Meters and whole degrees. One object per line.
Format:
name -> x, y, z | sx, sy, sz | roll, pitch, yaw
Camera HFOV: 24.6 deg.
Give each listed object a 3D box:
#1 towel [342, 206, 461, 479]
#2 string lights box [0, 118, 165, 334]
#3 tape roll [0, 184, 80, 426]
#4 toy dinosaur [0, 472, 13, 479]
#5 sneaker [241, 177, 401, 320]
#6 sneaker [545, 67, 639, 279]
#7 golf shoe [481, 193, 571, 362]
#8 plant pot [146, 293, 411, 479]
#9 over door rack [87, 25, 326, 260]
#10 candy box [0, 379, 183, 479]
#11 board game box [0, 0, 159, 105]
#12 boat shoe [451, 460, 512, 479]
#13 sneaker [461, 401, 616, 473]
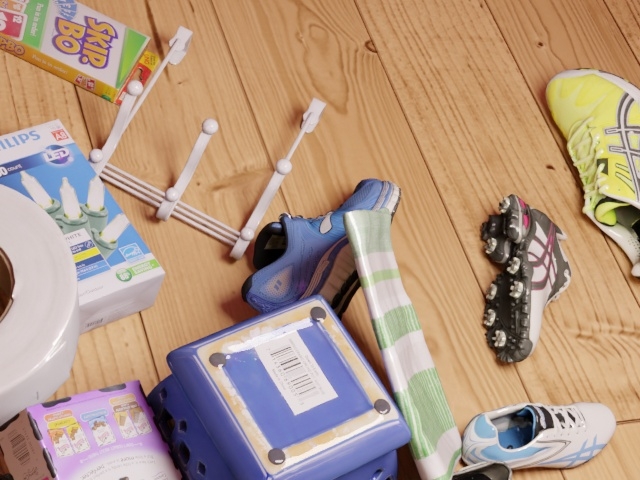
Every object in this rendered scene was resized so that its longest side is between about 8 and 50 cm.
towel -> 0.099, 0.120, 1.701 | 0.038, 0.248, 0.325 | -16, 89, 10
string lights box -> -0.317, -0.016, 1.783 | 0.133, 0.077, 0.260 | -22, 64, -35
tape roll -> -0.404, 0.074, 1.602 | 0.286, 0.100, 0.286 | 3, 59, -5
toy dinosaur -> -0.292, 0.258, 1.580 | 0.118, 0.064, 0.268 | 33, 44, -17
sneaker -> 0.000, 0.000, 1.878 | 0.147, 0.130, 0.330 | 26, 35, 10
sneaker -> 0.444, -0.105, 2.169 | 0.147, 0.145, 0.385 | -14, 58, -34
golf shoe -> 0.291, 0.056, 1.993 | 0.120, 0.105, 0.273 | 22, 47, -17
plant pot -> -0.048, 0.205, 1.616 | 0.236, 0.212, 0.236 | -20, 63, -27
over door rack -> -0.144, -0.150, 1.956 | 0.239, 0.108, 0.324 | 28, 46, -2
candy box -> -0.228, 0.260, 1.542 | 0.164, 0.070, 0.196 | -8, 68, -51
board game box -> -0.354, -0.281, 2.019 | 0.259, 0.039, 0.124 | 27, 47, -6
boat shoe -> 0.137, 0.314, 1.724 | 0.219, 0.070, 0.078 | -23, 65, -37
sneaker -> 0.285, 0.240, 1.847 | 0.237, 0.086, 0.085 | -6, 54, -30
